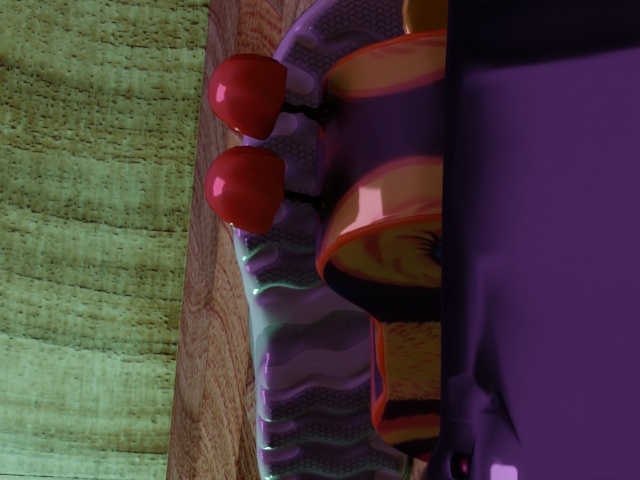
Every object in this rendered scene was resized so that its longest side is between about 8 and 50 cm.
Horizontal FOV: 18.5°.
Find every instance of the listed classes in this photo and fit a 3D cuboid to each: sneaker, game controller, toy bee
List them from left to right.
[{"bbox_3d":[0.000,0.000,0.988,0.115,0.105,0.281,-105,20,-64],"label":"sneaker"},{"bbox_3d":[0.046,-0.014,0.532,0.195,0.162,0.298,-92,11,-45],"label":"toy bee"},{"bbox_3d":[0.085,0.073,0.367,0.166,0.067,0.319,0,89,57],"label":"game controller"}]
